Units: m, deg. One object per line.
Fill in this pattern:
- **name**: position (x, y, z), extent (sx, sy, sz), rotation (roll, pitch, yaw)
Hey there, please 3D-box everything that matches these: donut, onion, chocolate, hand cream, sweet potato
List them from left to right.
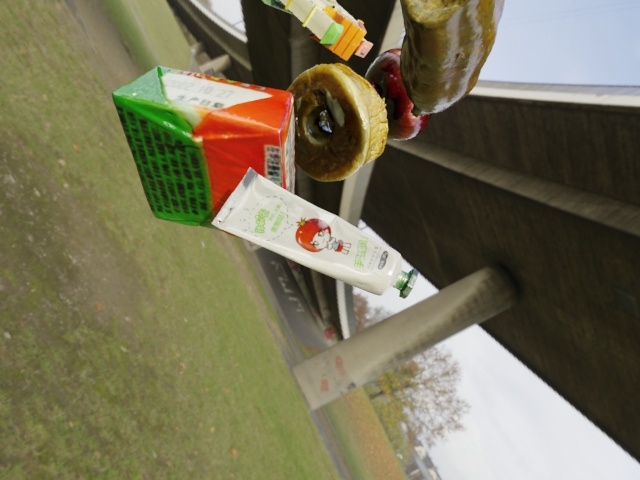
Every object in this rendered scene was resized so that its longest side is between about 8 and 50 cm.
- **chocolate**: position (-0.219, -0.175, 1.116), extent (0.360, 0.341, 0.161), rotation (93, 13, -53)
- **hand cream**: position (0.000, 0.000, 0.856), extent (0.336, 0.121, 0.076), rotation (27, -28, 0)
- **donut**: position (0.033, -0.323, 1.406), extent (0.330, 0.160, 0.330), rotation (26, -49, 33)
- **onion**: position (0.207, -0.430, 1.565), extent (0.273, 0.285, 0.273), rotation (43, -37, 44)
- **sweet potato**: position (0.196, -0.310, 0.804), extent (0.157, 0.158, 0.369), rotation (62, -2, 22)

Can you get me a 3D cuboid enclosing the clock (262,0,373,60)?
- **clock**: position (0.007, -0.588, 1.391), extent (0.255, 0.106, 0.220), rotation (50, 30, 19)
